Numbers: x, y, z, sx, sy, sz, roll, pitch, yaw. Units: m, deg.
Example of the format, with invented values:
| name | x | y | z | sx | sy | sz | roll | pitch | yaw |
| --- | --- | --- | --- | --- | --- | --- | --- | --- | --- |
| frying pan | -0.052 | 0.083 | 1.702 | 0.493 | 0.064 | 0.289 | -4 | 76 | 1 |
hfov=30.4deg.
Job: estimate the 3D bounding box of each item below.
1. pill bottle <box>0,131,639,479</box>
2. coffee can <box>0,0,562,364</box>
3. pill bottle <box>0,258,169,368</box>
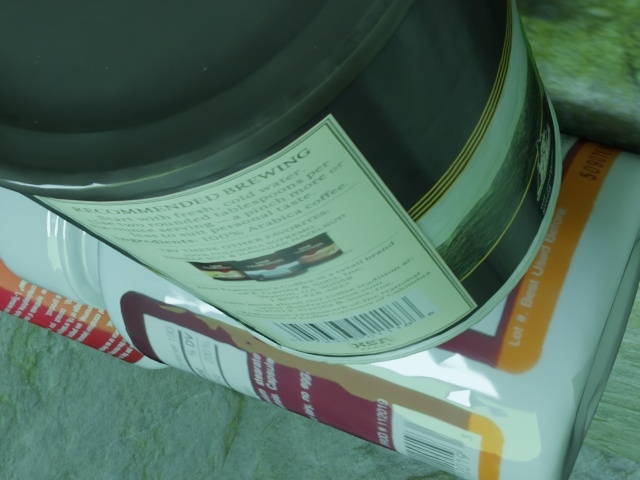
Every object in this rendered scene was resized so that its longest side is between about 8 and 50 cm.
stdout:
| name | x | y | z | sx | sy | sz | roll | pitch | yaw |
| --- | --- | --- | --- | --- | --- | --- | --- | --- | --- |
| pill bottle | 0.000 | 0.000 | 0.769 | 0.392 | 0.224 | 0.224 | 19 | 170 | 18 |
| coffee can | -0.020 | -0.073 | 0.471 | 0.202 | 0.201 | 0.275 | 18 | 170 | 22 |
| pill bottle | -0.220 | -0.006 | 1.213 | 0.408 | 0.229 | 0.229 | 25 | 170 | -16 |
